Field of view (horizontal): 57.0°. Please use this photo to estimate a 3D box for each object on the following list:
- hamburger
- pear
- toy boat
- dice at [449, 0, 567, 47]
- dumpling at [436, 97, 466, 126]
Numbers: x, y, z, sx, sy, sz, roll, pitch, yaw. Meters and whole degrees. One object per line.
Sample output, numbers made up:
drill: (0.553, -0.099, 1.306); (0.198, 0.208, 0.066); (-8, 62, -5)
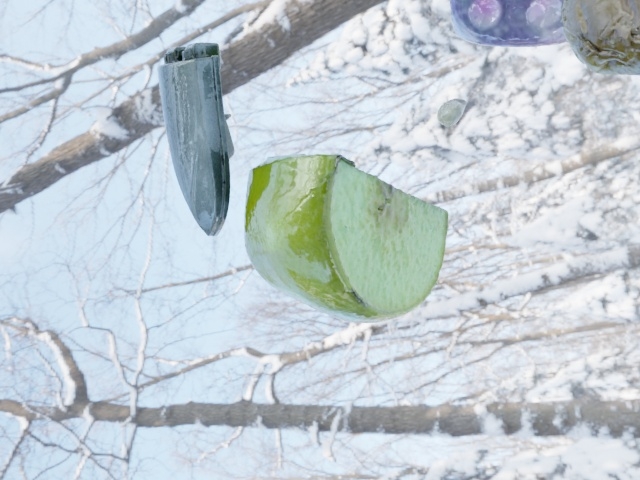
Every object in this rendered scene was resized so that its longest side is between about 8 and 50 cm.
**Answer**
hamburger: (0.451, -0.343, 0.747); (0.134, 0.265, 0.284); (15, -86, -33)
pear: (0.000, 0.000, 0.964); (0.342, 0.318, 0.238); (18, -99, -48)
toy boat: (-0.199, -0.161, 0.990); (0.092, 0.141, 0.319); (-16, -72, -39)
dice: (0.428, -0.568, 1.230); (0.270, 0.270, 0.271); (-53, -35, -49)
dumpling: (0.322, -0.320, 1.457); (0.057, 0.076, 0.052); (32, -162, 6)
